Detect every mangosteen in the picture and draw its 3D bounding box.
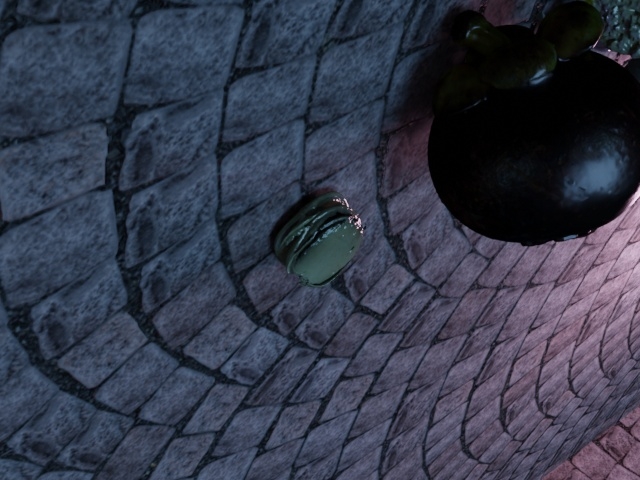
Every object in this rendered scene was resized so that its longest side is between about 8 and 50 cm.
[{"bbox_3d":[0.300,-0.148,1.418,0.330,0.330,0.330,-33,147,-24],"label":"mangosteen"}]

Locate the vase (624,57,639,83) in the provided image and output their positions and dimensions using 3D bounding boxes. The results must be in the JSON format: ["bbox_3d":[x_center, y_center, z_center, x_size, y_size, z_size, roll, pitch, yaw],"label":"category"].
[{"bbox_3d":[0.541,-0.269,1.779,0.237,0.115,0.115,-54,150,8],"label":"vase"}]

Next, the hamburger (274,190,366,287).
[{"bbox_3d":[0.000,0.000,1.434,0.133,0.062,0.140,-39,152,-11],"label":"hamburger"}]

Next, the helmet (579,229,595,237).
[{"bbox_3d":[0.505,-0.051,2.033,0.089,0.057,0.111,-6,154,0],"label":"helmet"}]

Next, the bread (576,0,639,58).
[{"bbox_3d":[0.451,-0.398,1.462,0.260,0.158,0.156,-67,165,4],"label":"bread"}]

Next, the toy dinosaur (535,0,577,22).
[{"bbox_3d":[0.359,-0.317,1.544,0.108,0.032,0.220,-20,138,-38],"label":"toy dinosaur"}]

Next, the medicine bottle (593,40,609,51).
[{"bbox_3d":[0.502,-0.369,1.620,0.203,0.083,0.083,-32,147,-22],"label":"medicine bottle"}]
